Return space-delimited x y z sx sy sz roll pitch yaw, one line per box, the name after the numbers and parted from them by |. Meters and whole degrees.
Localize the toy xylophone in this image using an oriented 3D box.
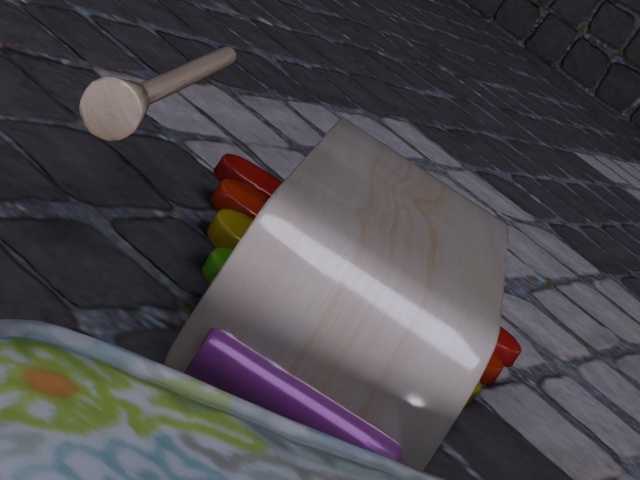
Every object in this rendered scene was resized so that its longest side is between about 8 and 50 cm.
0.000 0.000 0.683 0.236 0.081 0.322 35 17 8 | toy xylophone

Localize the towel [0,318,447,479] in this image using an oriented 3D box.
0.055 0.178 0.289 0.320 0.090 0.374 23 19 -24 | towel
